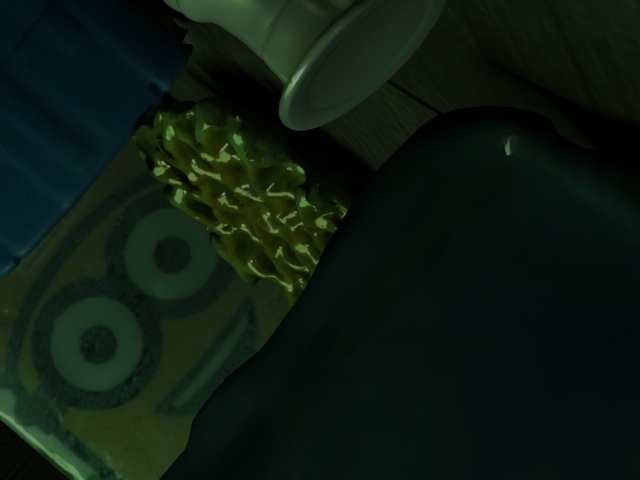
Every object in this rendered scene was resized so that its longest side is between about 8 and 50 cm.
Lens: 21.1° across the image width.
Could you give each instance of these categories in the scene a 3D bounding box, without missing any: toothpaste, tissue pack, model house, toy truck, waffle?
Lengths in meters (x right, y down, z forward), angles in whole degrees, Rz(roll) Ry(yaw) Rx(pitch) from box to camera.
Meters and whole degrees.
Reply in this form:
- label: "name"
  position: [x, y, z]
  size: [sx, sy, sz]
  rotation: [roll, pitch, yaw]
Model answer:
- label: "toothpaste"
  position: [-0.076, -0.139, 0.462]
  size: [0.266, 0.061, 0.096]
  rotation: [45, 177, 14]
- label: "tissue pack"
  position: [-0.098, 0.055, 1.118]
  size: [0.311, 0.228, 0.128]
  rotation: [39, 175, 11]
- label: "model house"
  position: [0.116, 0.144, 0.496]
  size: [0.303, 0.237, 0.215]
  rotation: [41, 176, -29]
- label: "toy truck"
  position: [-0.199, -0.105, 0.867]
  size: [0.161, 0.162, 0.385]
  rotation: [40, 174, -24]
- label: "waffle"
  position: [0.001, -0.002, 0.912]
  size: [0.223, 0.054, 0.204]
  rotation: [41, 163, -15]
